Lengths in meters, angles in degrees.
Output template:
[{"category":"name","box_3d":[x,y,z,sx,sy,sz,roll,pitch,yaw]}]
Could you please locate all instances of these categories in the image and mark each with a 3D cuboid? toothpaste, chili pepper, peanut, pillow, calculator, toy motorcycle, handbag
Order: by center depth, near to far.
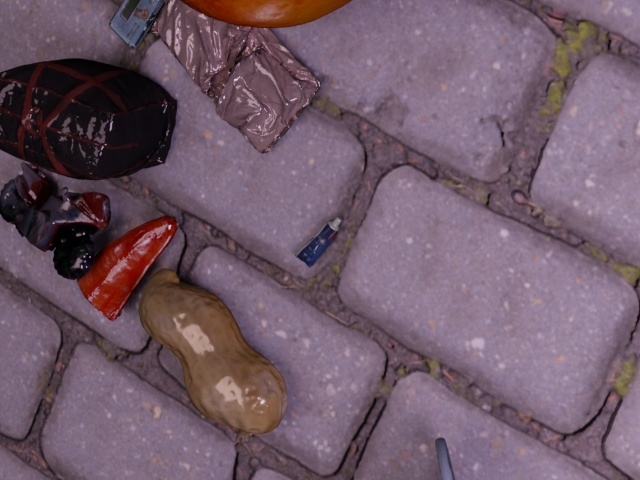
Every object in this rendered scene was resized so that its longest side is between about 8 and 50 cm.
[{"category":"toothpaste","box_3d":[0.000,0.000,1.918,0.027,0.019,0.083,41,118,1]},{"category":"pillow","box_3d":[-0.115,-0.235,1.940,0.248,0.049,0.135,51,121,18]},{"category":"peanut","box_3d":[-0.143,0.144,1.968,0.117,0.101,0.263,-39,75,7]},{"category":"handbag","box_3d":[-0.316,-0.157,1.992,0.215,0.169,0.155,18,105,26]},{"category":"calculator","box_3d":[-0.219,-0.331,2.006,0.057,0.018,0.172,47,117,19]},{"category":"chili pepper","box_3d":[-0.248,0.023,2.039,0.169,0.065,0.088,-44,75,22]},{"category":"toy motorcycle","box_3d":[-0.360,-0.041,2.074,0.213,0.082,0.122,38,93,36]}]

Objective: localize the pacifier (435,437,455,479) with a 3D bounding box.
[{"category":"pacifier","box_3d":[0.210,0.366,1.749,0.233,0.244,0.299,-12,91,0]}]

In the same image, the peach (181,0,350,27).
[{"category":"peach","box_3d":[-0.052,-0.417,1.712,0.388,0.388,0.388,4,97,29]}]
